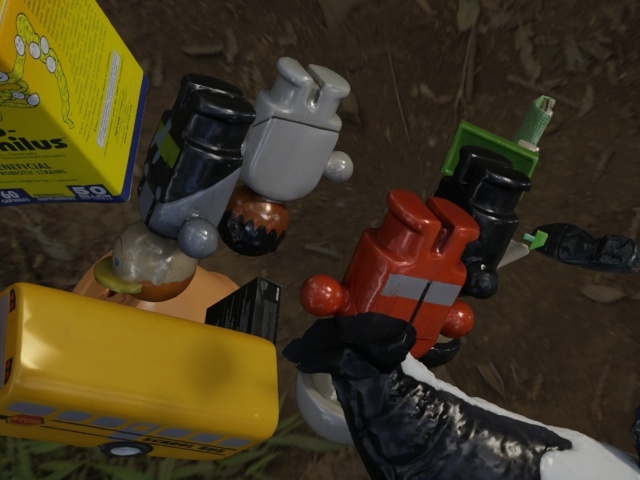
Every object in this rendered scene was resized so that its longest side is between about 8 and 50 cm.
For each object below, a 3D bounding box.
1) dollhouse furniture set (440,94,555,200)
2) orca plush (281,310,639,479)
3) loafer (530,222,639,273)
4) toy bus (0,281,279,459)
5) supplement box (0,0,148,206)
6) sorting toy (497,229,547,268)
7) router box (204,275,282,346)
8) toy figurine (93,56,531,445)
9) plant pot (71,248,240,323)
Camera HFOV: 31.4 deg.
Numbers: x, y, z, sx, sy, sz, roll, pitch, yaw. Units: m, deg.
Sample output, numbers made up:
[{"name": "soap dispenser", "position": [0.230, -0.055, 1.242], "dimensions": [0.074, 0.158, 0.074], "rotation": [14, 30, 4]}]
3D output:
[{"name": "dollhouse furniture set", "position": [0.127, -0.067, 0.824], "dimensions": [0.058, 0.152, 0.076], "rotation": [23, 110, 6]}, {"name": "orca plush", "position": [0.108, 0.138, 0.543], "dimensions": [0.151, 0.102, 0.287], "rotation": [-25, 126, 21]}, {"name": "loafer", "position": [0.388, 0.019, 1.671], "dimensions": [0.170, 0.061, 0.062], "rotation": [17, 70, 36]}, {"name": "toy bus", "position": [-0.207, 0.120, 1.015], "dimensions": [0.130, 0.332, 0.108], "rotation": [-29, 54, 44]}, {"name": "supplement box", "position": [-0.373, -0.203, 1.375], "dimensions": [0.194, 0.356, 0.195], "rotation": [-2, 65, 15]}, {"name": "sorting toy", "position": [0.147, 0.008, 0.951], "dimensions": [0.083, 0.062, 0.012], "rotation": [-29, 55, 35]}, {"name": "router box", "position": [-0.115, 0.154, 1.563], "dimensions": [0.046, 0.133, 0.179], "rotation": [26, 52, -29]}, {"name": "toy figurine", "position": [0.000, 0.000, 0.671], "dimensions": [0.209, 0.213, 0.148], "rotation": [28, 113, 12]}, {"name": "plant pot", "position": [-0.269, 0.133, 1.812], "dimensions": [0.291, 0.291, 0.203], "rotation": [-37, 124, 4]}]
